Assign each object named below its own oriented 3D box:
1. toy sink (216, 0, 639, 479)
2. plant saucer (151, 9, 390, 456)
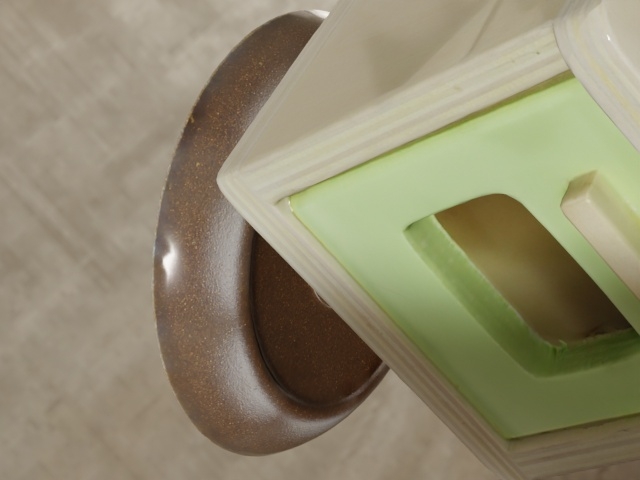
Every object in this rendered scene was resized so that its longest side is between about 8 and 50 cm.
[{"bbox_3d":[0.108,-0.033,0.512,0.234,0.153,0.131,-21,29,48],"label":"toy sink"},{"bbox_3d":[0.000,0.000,1.190,0.050,0.310,0.310,12,39,33],"label":"plant saucer"}]
